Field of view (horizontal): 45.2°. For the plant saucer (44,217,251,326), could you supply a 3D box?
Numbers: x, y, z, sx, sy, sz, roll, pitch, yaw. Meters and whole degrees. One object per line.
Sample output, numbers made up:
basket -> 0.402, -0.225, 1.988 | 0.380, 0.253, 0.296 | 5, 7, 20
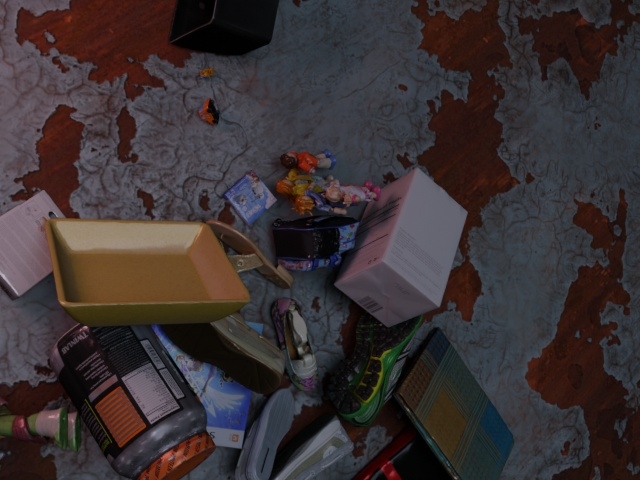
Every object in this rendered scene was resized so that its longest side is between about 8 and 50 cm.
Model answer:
plant saucer -> -0.337, 0.065, 1.452 | 0.333, 0.332, 0.081 | 1, 117, -25

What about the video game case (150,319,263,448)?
video game case -> -0.260, 0.283, 1.602 | 0.244, 0.061, 0.269 | 14, 78, -26

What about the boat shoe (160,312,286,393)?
boat shoe -> -0.200, 0.191, 1.561 | 0.302, 0.109, 0.098 | 36, 32, -10

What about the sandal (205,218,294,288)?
sandal -> -0.163, 0.053, 1.659 | 0.240, 0.088, 0.079 | 39, 63, -24

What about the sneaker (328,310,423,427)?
sneaker -> 0.133, 0.275, 1.787 | 0.343, 0.134, 0.146 | -54, 145, -28

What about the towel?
towel -> 0.329, 0.428, 1.855 | 0.370, 0.040, 0.271 | 55, 41, -10

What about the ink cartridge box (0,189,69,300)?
ink cartridge box -> -0.569, 0.007, 1.494 | 0.145, 0.045, 0.179 | 55, 47, -11

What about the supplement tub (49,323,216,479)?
supplement tub -> -0.340, 0.293, 1.415 | 0.194, 0.193, 0.316 | -29, 72, -27

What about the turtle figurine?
turtle figurine -> -0.569, 0.377, 1.342 | 0.266, 0.274, 0.197 | -4, 129, -2

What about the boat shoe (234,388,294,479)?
boat shoe -> -0.127, 0.412, 1.641 | 0.083, 0.076, 0.226 | 56, 38, -28

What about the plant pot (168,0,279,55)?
plant pot -> -0.196, -0.498, 1.655 | 0.167, 0.187, 0.188 | 18, 76, -36

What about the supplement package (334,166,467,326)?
supplement package -> 0.188, 0.016, 1.751 | 0.177, 0.175, 0.293 | 39, 51, -18

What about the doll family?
doll family -> -0.002, -0.106, 1.707 | 0.163, 0.263, 0.118 | -8, 124, -38

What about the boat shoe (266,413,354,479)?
boat shoe -> -0.058, 0.507, 1.653 | 0.320, 0.118, 0.103 | -38, 98, -32

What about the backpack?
backpack -> 0.000, 0.000, 1.718 | 0.173, 0.158, 0.116 | -10, 98, -39

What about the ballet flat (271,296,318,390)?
ballet flat -> -0.049, 0.232, 1.704 | 0.077, 0.079, 0.221 | -18, 93, -28

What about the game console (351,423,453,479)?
game console -> 0.241, 0.662, 1.830 | 0.342, 0.060, 0.386 | -36, 100, -19

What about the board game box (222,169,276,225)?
board game box -> -0.157, -0.095, 1.715 | 0.090, 0.020, 0.090 | -45, 106, -24

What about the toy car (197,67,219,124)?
toy car -> -0.247, -0.314, 1.693 | 0.041, 0.060, 0.122 | -8, 66, 15
